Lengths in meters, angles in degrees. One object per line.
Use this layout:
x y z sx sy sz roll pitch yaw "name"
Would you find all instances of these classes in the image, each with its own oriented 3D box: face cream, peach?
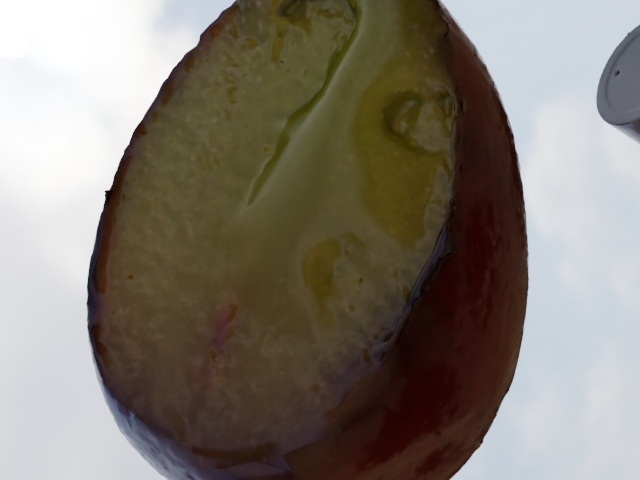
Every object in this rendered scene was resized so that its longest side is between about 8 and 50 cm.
0.320 -0.081 1.341 0.214 0.096 0.095 30 -120 -27 "face cream"
0.000 0.000 1.041 0.281 0.281 0.338 -51 -32 -58 "peach"
